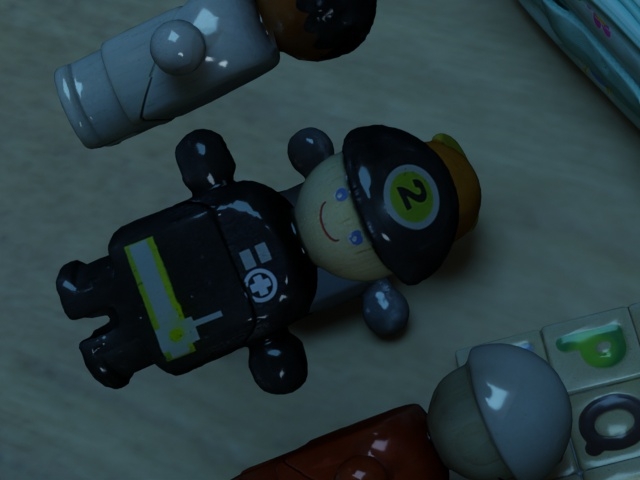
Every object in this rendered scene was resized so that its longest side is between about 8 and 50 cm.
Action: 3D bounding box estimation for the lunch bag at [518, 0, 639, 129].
[{"bbox_3d":[0.211,-0.142,0.933,0.224,0.108,0.279,-30,48,-10],"label":"lunch bag"}]

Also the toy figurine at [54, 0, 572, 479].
[{"bbox_3d":[0.000,0.000,0.807,0.148,0.213,0.209,-23,42,13],"label":"toy figurine"}]

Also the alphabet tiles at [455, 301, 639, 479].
[{"bbox_3d":[0.171,0.111,0.795,0.198,0.009,0.237,-15,47,4],"label":"alphabet tiles"}]
